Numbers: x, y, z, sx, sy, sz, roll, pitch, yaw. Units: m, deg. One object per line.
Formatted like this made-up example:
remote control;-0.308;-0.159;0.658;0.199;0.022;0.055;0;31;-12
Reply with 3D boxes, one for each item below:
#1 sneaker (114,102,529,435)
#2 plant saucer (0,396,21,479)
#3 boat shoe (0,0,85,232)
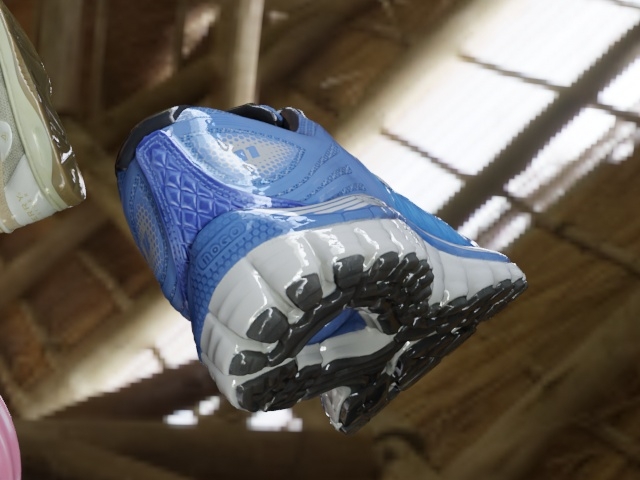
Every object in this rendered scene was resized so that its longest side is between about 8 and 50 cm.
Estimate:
sneaker;0.000;0.000;0.818;0.147;0.129;0.330;52;6;18
plant saucer;-0.383;0.217;1.301;0.084;0.332;0.332;37;-59;52
boat shoe;-0.165;-0.072;0.866;0.153;0.048;0.056;65;3;29
